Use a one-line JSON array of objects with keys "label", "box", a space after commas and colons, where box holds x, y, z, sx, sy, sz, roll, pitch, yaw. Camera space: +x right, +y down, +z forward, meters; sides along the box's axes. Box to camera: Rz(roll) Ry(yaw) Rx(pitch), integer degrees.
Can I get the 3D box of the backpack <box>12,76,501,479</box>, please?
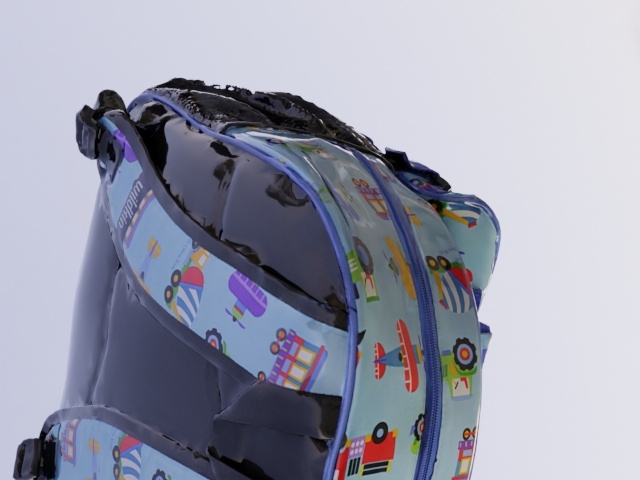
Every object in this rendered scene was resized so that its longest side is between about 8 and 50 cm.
[{"label": "backpack", "box": [-0.008, 0.040, 0.554, 0.117, 0.158, 0.173, 7, -169, -30]}]
